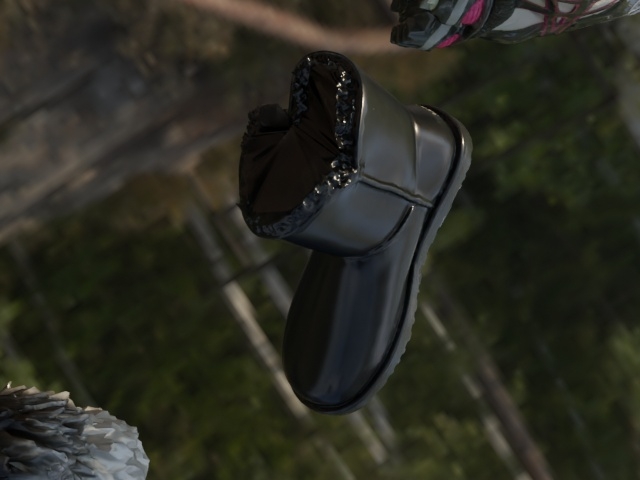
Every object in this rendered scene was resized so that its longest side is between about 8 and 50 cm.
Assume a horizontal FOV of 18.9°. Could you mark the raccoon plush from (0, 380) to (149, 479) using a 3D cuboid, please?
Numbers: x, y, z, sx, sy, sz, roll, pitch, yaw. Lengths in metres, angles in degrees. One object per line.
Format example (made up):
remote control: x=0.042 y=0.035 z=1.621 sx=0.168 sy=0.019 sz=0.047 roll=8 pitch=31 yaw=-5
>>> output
raccoon plush: x=-0.240 y=0.036 z=0.893 sx=0.446 sy=0.216 sz=0.299 roll=6 pitch=171 yaw=-27

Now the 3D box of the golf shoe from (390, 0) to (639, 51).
golf shoe: x=0.121 y=-0.155 z=0.898 sx=0.120 sy=0.105 sz=0.273 roll=2 pitch=176 yaw=-15

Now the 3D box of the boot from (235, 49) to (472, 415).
boot: x=0.000 y=0.000 z=1.327 sx=0.207 sy=0.094 sz=0.246 roll=14 pitch=102 yaw=-60
